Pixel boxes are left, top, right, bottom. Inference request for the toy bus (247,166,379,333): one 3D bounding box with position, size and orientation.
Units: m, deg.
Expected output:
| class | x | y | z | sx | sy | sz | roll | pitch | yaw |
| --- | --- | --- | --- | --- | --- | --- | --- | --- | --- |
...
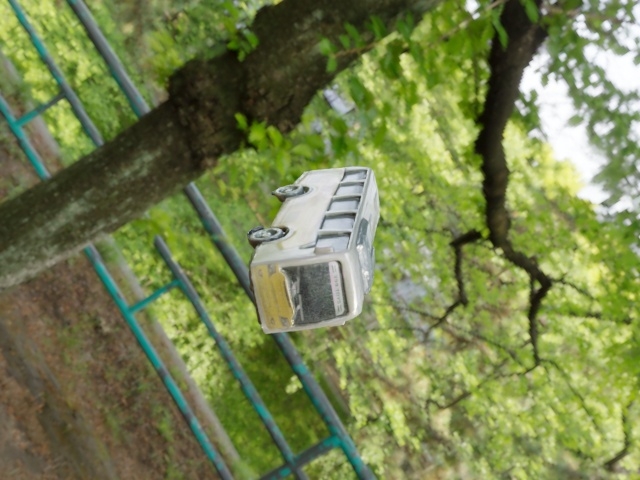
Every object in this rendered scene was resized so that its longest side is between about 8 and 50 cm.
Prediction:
| class | x | y | z | sx | sy | sz | roll | pitch | yaw |
| --- | --- | --- | --- | --- | --- | --- | --- | --- | --- |
| toy bus | 0.000 | 0.000 | 1.013 | 0.342 | 0.138 | 0.097 | -72 | 155 | -68 |
